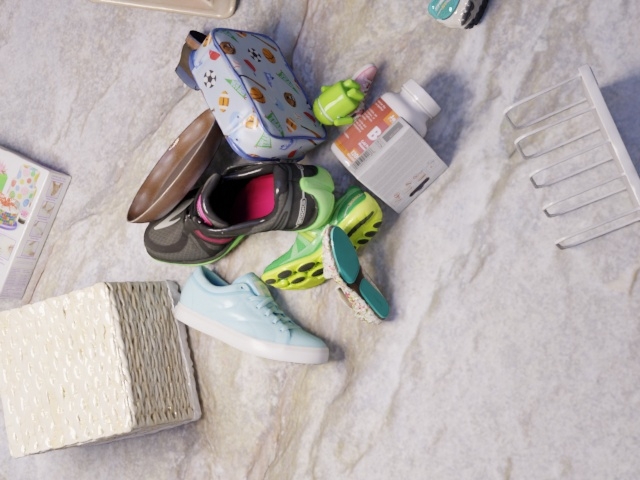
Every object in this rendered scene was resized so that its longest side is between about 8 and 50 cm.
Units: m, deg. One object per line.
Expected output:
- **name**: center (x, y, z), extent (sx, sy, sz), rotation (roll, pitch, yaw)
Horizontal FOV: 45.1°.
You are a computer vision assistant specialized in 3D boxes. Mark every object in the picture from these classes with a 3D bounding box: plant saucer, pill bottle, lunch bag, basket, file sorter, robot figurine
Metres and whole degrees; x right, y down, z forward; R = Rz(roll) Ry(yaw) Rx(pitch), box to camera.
- **plant saucer**: center (-0.303, -0.153, 1.651), extent (0.050, 0.310, 0.310), rotation (39, 99, -21)
- **pill bottle**: center (0.136, -0.222, 1.564), extent (0.216, 0.121, 0.121), rotation (-44, 73, 10)
- **lunch bag**: center (-0.122, -0.294, 1.605), extent (0.115, 0.243, 0.303), rotation (-36, 74, 33)
- **basket**: center (-0.479, 0.267, 1.646), extent (0.329, 0.266, 0.331), rotation (-16, 78, 17)
- **file sorter**: center (0.468, -0.141, 1.411), extent (0.173, 0.193, 0.277), rotation (-23, 78, 18)
- **robot figurine**: center (0.033, -0.283, 1.586), extent (0.115, 0.067, 0.101), rotation (-33, 64, 26)

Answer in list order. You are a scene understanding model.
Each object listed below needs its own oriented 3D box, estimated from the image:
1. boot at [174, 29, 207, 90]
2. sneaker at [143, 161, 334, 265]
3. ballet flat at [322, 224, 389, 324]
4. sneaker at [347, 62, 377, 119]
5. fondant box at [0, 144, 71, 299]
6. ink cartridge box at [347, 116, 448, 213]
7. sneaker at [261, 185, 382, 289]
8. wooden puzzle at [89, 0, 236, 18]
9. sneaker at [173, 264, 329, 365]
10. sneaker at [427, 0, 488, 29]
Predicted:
- **boot**: center (-0.237, -0.367, 1.744), extent (0.219, 0.082, 0.106), rotation (46, 121, 13)
- **sneaker**: center (-0.204, -0.073, 1.592), extent (0.483, 0.202, 0.185), rotation (-19, 68, 32)
- **ballet flat**: center (0.052, 0.078, 1.536), extent (0.077, 0.091, 0.240), rotation (-15, 116, 37)
- **sneaker**: center (0.084, -0.306, 1.628), extent (0.134, 0.051, 0.070), rotation (-45, 70, 16)
- **fondant box**: center (-0.779, -0.052, 1.868), extent (0.238, 0.096, 0.330), rotation (24, 93, 19)
- **ink cartridge box**: center (0.157, -0.147, 1.532), extent (0.145, 0.179, 0.045), rotation (-44, 52, 10)
- **sneaker**: center (0.000, 0.000, 1.612), extent (0.296, 0.109, 0.123), rotation (-37, 46, 16)
- **wooden puzzle**: center (-0.351, -0.687, 1.755), extent (0.348, 0.080, 0.321), rotation (6, 87, 1)
- **sneaker**: center (-0.140, 0.148, 1.611), extent (0.366, 0.135, 0.150), rotation (18, 94, 19)
- **sneaker**: center (0.306, -0.567, 1.558), extent (0.110, 0.107, 0.275), rotation (28, 93, 28)
